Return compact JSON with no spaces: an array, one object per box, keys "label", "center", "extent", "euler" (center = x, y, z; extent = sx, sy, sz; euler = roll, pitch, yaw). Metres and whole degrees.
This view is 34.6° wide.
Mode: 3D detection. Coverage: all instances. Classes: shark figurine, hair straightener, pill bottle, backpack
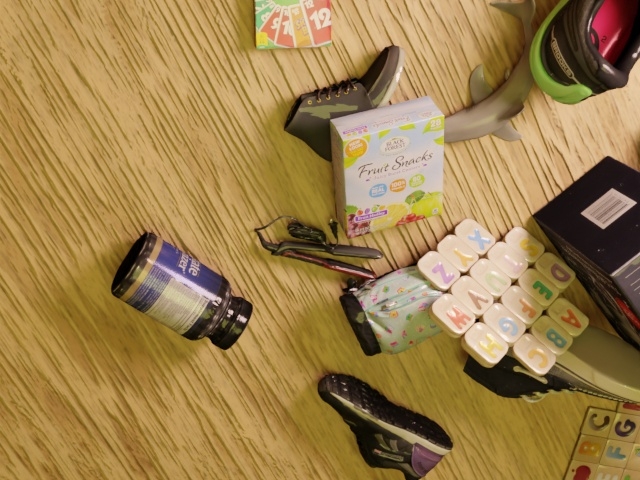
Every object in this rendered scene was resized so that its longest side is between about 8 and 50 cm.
[{"label":"shark figurine","center":[0.316,-0.256,1.689],"extent":[0.166,0.116,0.278],"euler":[24,105,-16]},{"label":"hair straightener","center":[0.000,0.000,1.766],"extent":[0.230,0.047,0.089],"euler":[15,105,-8]},{"label":"pill bottle","center":[-0.228,0.091,1.714],"extent":[0.219,0.123,0.123],"euler":[33,101,-17]},{"label":"backpack","center":[0.139,0.118,1.763],"extent":[0.182,0.115,0.152],"euler":[-24,137,0]}]

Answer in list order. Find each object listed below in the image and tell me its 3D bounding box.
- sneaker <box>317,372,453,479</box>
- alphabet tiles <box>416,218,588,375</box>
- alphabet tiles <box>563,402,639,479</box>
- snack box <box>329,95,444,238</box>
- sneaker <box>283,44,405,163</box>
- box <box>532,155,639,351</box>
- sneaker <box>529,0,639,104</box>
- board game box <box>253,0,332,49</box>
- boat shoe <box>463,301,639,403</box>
[{"label":"sneaker","center":[0.097,0.353,1.861],"extent":[0.283,0.107,0.124],"euler":[32,107,-17]},{"label":"alphabet tiles","center":[0.309,0.088,1.728],"extent":[0.278,0.284,0.021],"euler":[43,142,12]},{"label":"alphabet tiles","center":[0.655,0.429,2.015],"extent":[0.343,0.011,0.285],"euler":[12,106,-12]},{"label":"snack box","center":[0.110,-0.117,1.677],"extent":[0.174,0.070,0.207],"euler":[-16,131,-11]},{"label":"sneaker","center":[0.040,-0.238,1.667],"extent":[0.118,0.083,0.222],"euler":[30,103,-16]},{"label":"box","center":[0.558,0.063,1.705],"extent":[0.179,0.343,0.312],"euler":[-39,108,4]},{"label":"sneaker","center":[0.502,-0.427,1.584],"extent":[0.185,0.202,0.482],"euler":[22,89,-27]},{"label":"board game box","center":[-0.046,-0.435,1.618],"extent":[0.124,0.039,0.259],"euler":[-4,106,-8]},{"label":"boat shoe","center":[0.410,0.224,1.793],"extent":[0.341,0.127,0.158],"euler":[27,128,21]}]
